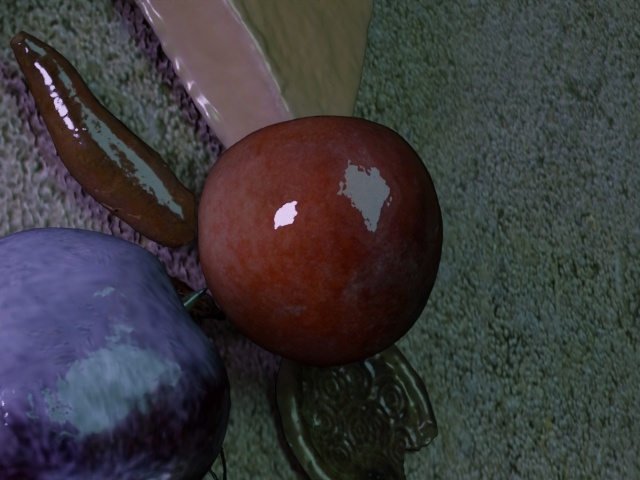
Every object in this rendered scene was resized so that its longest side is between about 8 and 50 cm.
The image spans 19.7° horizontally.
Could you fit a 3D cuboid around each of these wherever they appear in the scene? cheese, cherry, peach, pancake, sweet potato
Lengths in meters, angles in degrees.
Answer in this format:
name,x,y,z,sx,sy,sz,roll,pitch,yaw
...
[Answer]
name,x,y,z,sx,sy,sz,roll,pitch,yaw
cheese,-0.063,-0.230,1.904,0.384,0.104,0.384,32,46,-40
cherry,-0.199,0.111,1.431,0.296,0.218,0.255,-26,70,-41
peach,0.000,0.000,1.715,0.252,0.252,0.252,28,47,-35
pancake,0.037,0.174,1.829,0.212,0.029,0.235,38,40,-25
sweet potato,-0.205,-0.087,1.690,0.243,0.077,0.077,46,39,-7

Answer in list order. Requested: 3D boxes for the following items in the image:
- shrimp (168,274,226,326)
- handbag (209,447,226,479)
name,x,y,z,sx,sy,sz,roll,pitch,yaw
shrimp,-0.167,0.077,1.647,0.195,0.035,0.148,26,47,-32
handbag,-0.126,0.197,1.603,0.139,0.072,0.115,57,36,-27
